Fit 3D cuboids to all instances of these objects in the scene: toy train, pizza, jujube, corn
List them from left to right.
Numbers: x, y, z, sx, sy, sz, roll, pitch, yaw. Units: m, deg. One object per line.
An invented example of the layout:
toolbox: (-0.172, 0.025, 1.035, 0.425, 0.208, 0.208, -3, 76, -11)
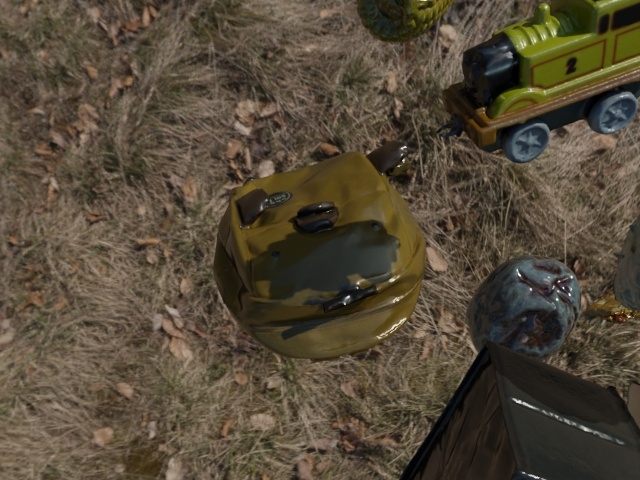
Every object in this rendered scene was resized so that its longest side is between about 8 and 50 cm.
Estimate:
corn: (0.182, -0.428, 0.771, 0.131, 0.131, 0.344, 23, 57, 26)
jujube: (0.512, 0.174, 1.281, 0.246, 0.215, 0.308, 34, 124, -2)
toy train: (0.203, -0.151, 0.443, 0.219, 0.127, 0.089, -19, 42, 3)
pizza: (0.831, 0.172, 1.349, 0.246, 0.127, 0.058, -20, 96, -1)

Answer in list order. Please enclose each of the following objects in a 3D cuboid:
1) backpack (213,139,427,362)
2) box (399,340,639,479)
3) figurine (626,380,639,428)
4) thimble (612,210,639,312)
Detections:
backpack: (0.003, 0.004, 0.793, 0.354, 0.201, 0.378, -20, 39, -7)
box: (0.257, 0.358, 0.684, 0.205, 0.251, 0.345, 22, 115, 1)
figurine: (0.840, 0.372, 1.025, 0.340, 0.231, 0.323, -7, 110, 3)
thimble: (0.457, 0.040, 0.566, 0.250, 0.205, 0.171, 17, 92, -16)
